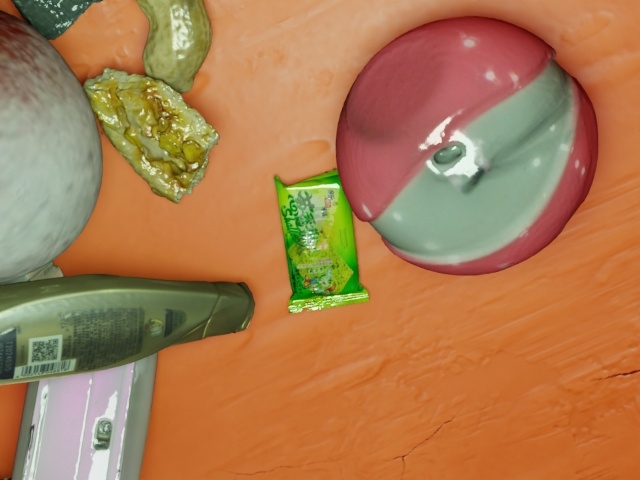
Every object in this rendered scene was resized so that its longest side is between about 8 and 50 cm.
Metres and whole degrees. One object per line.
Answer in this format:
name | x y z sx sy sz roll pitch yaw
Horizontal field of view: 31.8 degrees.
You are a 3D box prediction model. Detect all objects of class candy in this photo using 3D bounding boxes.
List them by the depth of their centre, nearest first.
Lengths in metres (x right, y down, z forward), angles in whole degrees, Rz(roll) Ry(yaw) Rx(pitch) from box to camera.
candy | 0.000 0.000 1.381 0.102 0.032 0.178 -6 107 5

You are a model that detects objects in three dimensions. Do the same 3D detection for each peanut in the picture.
peanut | -0.169 -0.261 1.281 0.089 0.089 0.192 0 107 3

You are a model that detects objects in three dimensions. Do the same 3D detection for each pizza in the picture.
pizza | -0.182 -0.117 1.308 0.161 0.062 0.182 0 129 35

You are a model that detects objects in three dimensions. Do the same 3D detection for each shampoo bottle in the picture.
shampoo bottle | -0.250 0.097 1.321 0.350 0.084 0.125 -7 126 -25

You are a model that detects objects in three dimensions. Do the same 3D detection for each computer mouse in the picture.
computer mouse | -0.292 0.203 1.397 0.158 0.072 0.310 7 76 -2

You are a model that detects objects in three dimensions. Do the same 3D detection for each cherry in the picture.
cherry | -0.387 -0.091 1.233 0.291 0.335 0.326 -25 129 -6

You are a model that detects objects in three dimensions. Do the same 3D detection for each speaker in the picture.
speaker | 0.169 -0.098 1.268 0.294 0.294 0.294 1 108 3

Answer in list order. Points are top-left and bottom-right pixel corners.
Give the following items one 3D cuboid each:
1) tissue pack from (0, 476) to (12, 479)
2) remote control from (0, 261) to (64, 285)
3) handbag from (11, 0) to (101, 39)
tissue pack | -0.421 0.477 1.468 0.376 0.195 0.390 -4 103 3
remote control | -0.461 0.097 1.398 0.277 0.103 0.055 -25 102 10
handbag | -0.276 -0.367 1.259 0.270 0.088 0.175 -42 109 14
